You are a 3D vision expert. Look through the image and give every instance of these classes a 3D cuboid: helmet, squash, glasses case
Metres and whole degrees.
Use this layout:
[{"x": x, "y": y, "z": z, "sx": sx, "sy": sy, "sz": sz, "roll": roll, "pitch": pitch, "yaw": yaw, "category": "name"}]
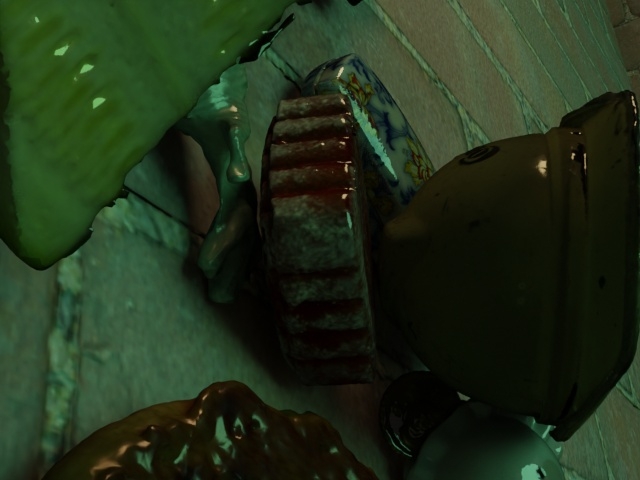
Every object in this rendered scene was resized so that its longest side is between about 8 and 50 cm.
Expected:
[{"x": 0.104, "y": 0.016, "z": 0.574, "sx": 0.257, "sy": 0.137, "sz": 0.204, "roll": 74, "pitch": 20, "yaw": -69, "category": "helmet"}, {"x": -0.120, "y": -0.153, "z": 0.285, "sx": 0.111, "sy": 0.203, "sz": 0.289, "roll": 33, "pitch": -14, "yaw": 35, "category": "squash"}, {"x": 0.061, "y": -0.024, "z": 0.700, "sx": 0.248, "sy": 0.065, "sz": 0.087, "roll": 62, "pitch": 27, "yaw": -18, "category": "glasses case"}]

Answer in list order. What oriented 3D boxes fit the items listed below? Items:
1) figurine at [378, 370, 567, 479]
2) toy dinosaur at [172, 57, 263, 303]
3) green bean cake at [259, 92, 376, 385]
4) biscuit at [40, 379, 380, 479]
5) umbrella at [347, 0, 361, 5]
[{"x": 0.139, "y": 0.201, "z": 0.641, "sx": 0.271, "sy": 0.143, "sz": 0.143, "roll": 45, "pitch": 26, "yaw": 6, "category": "figurine"}, {"x": -0.086, "y": -0.156, "z": 0.483, "sx": 0.129, "sy": 0.076, "sz": 0.383, "roll": 96, "pitch": -16, "yaw": -85, "category": "toy dinosaur"}, {"x": 0.000, "y": 0.000, "z": 0.531, "sx": 0.136, "sy": 0.056, "sz": 0.135, "roll": -89, "pitch": 173, "yaw": -49, "category": "green bean cake"}, {"x": -0.013, "y": 0.221, "z": 0.366, "sx": 0.334, "sy": 0.081, "sz": 0.289, "roll": 62, "pitch": 27, "yaw": -6, "category": "biscuit"}, {"x": 0.011, "y": -0.248, "z": 0.746, "sx": 0.118, "sy": 0.118, "sz": 0.340, "roll": 67, "pitch": 20, "yaw": -6, "category": "umbrella"}]
